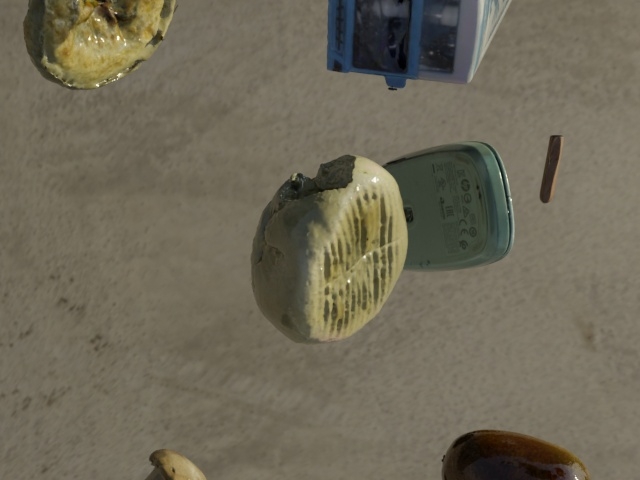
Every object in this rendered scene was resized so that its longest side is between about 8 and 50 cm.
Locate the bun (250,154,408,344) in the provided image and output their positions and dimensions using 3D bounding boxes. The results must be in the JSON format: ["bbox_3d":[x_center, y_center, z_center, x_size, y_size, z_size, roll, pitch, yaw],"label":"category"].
[{"bbox_3d":[0.000,0.000,1.147,0.128,0.193,0.178,27,42,34],"label":"bun"}]

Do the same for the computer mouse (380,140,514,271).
[{"bbox_3d":[0.155,-0.040,1.437,0.097,0.288,0.159,-8,89,-37],"label":"computer mouse"}]

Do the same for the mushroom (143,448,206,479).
[{"bbox_3d":[-0.215,0.317,1.209,0.212,0.097,0.088,-35,108,-5],"label":"mushroom"}]

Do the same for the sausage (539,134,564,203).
[{"bbox_3d":[0.385,-0.118,1.867,0.026,0.026,0.116,10,90,-19],"label":"sausage"}]

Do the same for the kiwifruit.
[{"bbox_3d":[0.160,0.196,0.918,0.124,0.075,0.075,13,64,13],"label":"kiwifruit"}]

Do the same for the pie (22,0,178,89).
[{"bbox_3d":[-0.323,-0.347,1.653,0.274,0.274,0.055,-31,51,-29],"label":"pie"}]

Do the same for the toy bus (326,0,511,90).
[{"bbox_3d":[0.100,-0.235,0.945,0.131,0.106,0.297,11,36,14],"label":"toy bus"}]
